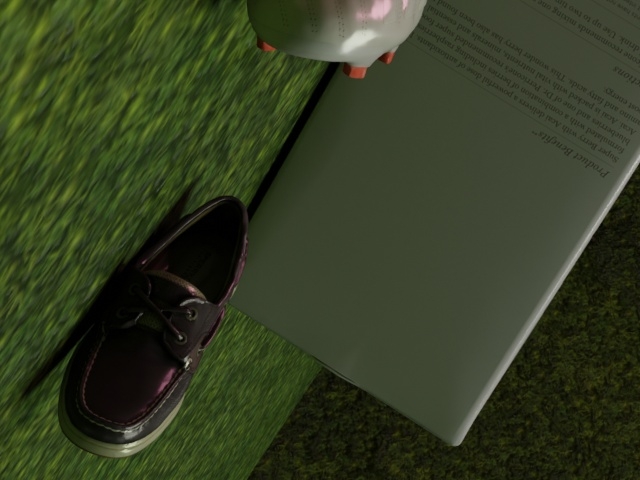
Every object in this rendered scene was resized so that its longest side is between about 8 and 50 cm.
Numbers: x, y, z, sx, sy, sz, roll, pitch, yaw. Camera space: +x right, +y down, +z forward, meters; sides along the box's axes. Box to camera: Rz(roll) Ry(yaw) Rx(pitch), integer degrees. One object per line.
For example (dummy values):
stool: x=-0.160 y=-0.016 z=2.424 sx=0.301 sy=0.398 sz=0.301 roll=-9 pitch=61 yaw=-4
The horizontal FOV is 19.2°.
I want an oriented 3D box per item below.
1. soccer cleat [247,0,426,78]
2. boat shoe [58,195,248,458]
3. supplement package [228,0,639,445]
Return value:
soccer cleat: x=0.023 y=-0.127 z=0.745 sx=0.196 sy=0.068 sz=0.076 roll=-52 pitch=158 yaw=-56
boat shoe: x=-0.073 y=0.032 z=0.843 sx=0.152 sy=0.056 sz=0.049 roll=-66 pitch=178 yaw=-48
supplement package: x=0.095 y=-0.061 z=1.138 sx=0.293 sy=0.177 sz=0.175 roll=-59 pitch=175 yaw=19
